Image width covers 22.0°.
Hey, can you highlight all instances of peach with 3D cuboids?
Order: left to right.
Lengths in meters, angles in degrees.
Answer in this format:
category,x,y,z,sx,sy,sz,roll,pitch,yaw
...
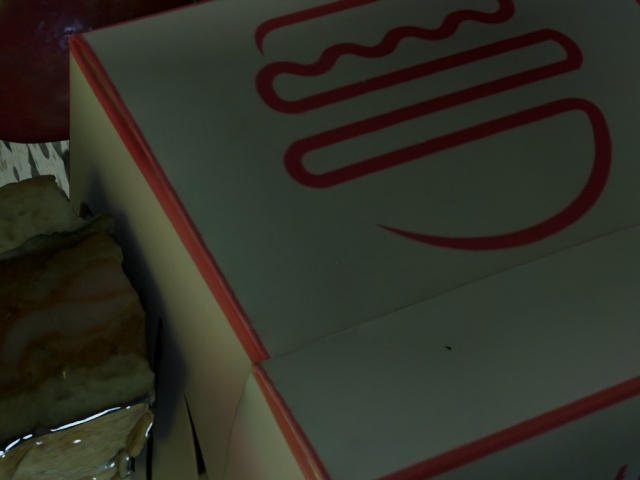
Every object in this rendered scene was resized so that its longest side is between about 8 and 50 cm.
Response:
category,x,y,z,sx,sy,sz,roll,pitch,yaw
peach,-0.204,-0.229,1.386,0.361,0.201,0.257,126,152,-48

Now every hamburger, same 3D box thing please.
category,x,y,z,sx,sy,sz,roll,pitch,yaw
hamburger,-0.169,0.071,0.827,0.207,0.155,0.135,106,147,-66

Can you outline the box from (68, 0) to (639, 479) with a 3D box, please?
category,x,y,z,sx,sy,sz,roll,pitch,yaw
box,0.053,0.052,0.881,0.300,0.312,0.314,57,154,31
